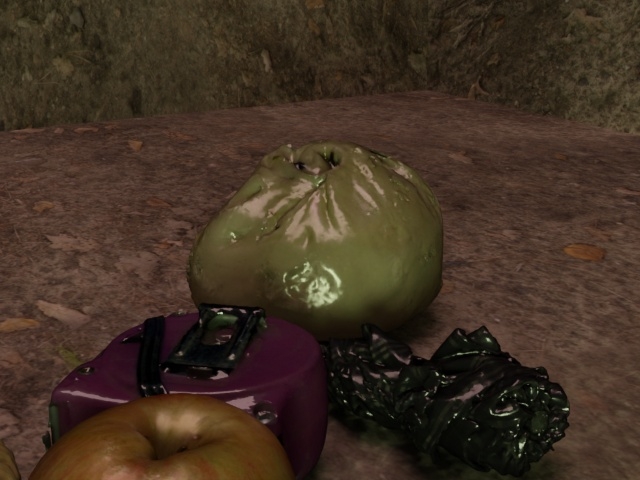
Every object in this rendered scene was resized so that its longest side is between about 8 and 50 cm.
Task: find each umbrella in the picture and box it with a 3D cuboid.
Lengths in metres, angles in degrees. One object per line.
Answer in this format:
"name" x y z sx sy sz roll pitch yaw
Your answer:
"umbrella" 0.098 0.140 1.080 0.154 0.128 0.337 -17 20 -33

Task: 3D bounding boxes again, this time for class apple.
"apple" -0.119 0.212 0.772 0.210 0.164 0.209 4 18 -1

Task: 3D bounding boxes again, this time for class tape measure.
"tape measure" -0.110 0.153 0.989 0.232 0.149 0.245 1 17 9

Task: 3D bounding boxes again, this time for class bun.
"bun" 0.000 0.000 1.378 0.362 0.234 0.326 -19 29 -31

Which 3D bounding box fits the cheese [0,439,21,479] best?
"cheese" -0.354 0.217 0.856 0.226 0.117 0.214 -6 23 -33
